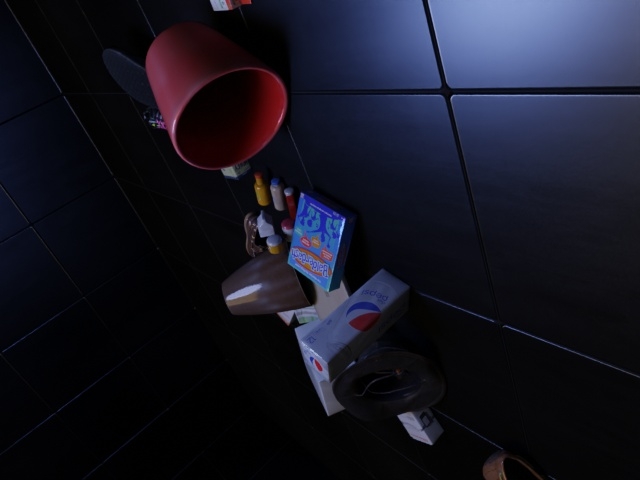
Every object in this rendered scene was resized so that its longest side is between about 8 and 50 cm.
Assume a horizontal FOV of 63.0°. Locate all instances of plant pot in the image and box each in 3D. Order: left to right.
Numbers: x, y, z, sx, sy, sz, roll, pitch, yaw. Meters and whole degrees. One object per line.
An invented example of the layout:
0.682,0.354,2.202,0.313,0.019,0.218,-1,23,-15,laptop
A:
-0.249,-0.336,1.159,0.243,0.274,0.275,52,157,26,plant pot
-0.167,0.134,1.561,0.215,0.230,0.215,-21,-90,-86,plant pot

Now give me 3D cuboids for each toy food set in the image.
-0.119,-0.084,1.397,0.105,0.111,0.232,80,178,-46,toy food set
0.051,0.128,1.469,0.219,0.092,0.306,4,119,58,toy food set

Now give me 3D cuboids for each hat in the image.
0.180,0.361,1.443,0.134,0.331,0.331,-97,-4,-47,hat

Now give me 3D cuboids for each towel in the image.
-0.037,0.224,1.726,0.113,0.023,0.152,-3,132,14,towel

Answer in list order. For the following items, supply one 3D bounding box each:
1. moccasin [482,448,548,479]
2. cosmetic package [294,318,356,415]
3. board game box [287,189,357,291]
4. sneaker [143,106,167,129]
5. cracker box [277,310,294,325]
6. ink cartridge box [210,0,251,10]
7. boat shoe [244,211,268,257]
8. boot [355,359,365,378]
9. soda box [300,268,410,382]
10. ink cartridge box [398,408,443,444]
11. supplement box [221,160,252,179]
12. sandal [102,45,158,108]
0.566,0.675,1.266,0.380,0.139,0.147,54,165,17,moccasin
0.028,0.409,1.722,0.225,0.138,0.224,-119,13,-45,cosmetic package
0.000,0.000,1.312,0.160,0.047,0.210,32,123,35,board game box
-0.533,-0.397,1.752,0.170,0.074,0.063,42,153,20,sneaker
-0.131,0.199,1.874,0.156,0.067,0.232,45,154,12,cracker box
-0.193,-0.511,1.078,0.115,0.029,0.063,24,143,46,ink cartridge box
-0.205,0.001,1.728,0.073,0.073,0.207,38,152,31,boat shoe
0.179,0.518,1.764,0.189,0.076,0.209,45,151,49,boot
0.088,0.197,1.239,0.091,0.286,0.098,35,149,32,soda box
0.294,0.543,1.614,0.150,0.063,0.109,57,154,-12,ink cartridge box
-0.257,-0.230,1.528,0.083,0.056,0.083,16,137,52,supplement box
-0.449,-0.465,1.517,0.445,0.107,0.168,24,144,23,sandal
